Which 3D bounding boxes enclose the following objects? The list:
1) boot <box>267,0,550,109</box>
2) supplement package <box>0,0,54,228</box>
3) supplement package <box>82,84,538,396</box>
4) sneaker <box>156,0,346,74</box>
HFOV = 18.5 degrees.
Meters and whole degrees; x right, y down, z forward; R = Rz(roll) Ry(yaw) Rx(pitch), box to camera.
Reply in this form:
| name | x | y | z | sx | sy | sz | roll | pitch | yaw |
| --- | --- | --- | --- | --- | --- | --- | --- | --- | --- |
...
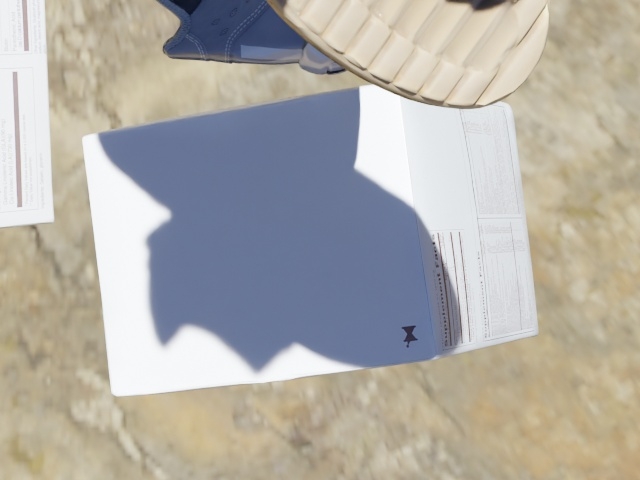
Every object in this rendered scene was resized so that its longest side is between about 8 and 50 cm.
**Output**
| name | x | y | z | sx | sy | sz | roll | pitch | yaw |
| --- | --- | --- | --- | --- | --- | --- | --- | --- | --- |
| boot | -0.033 | -0.157 | 0.689 | 0.090 | 0.207 | 0.248 | -46 | 111 | 2 |
| supplement package | -0.303 | -0.109 | 1.254 | 0.145 | 0.262 | 0.204 | -6 | 97 | -40 |
| supplement package | 0.000 | 0.000 | 1.130 | 0.194 | 0.203 | 0.149 | -8 | 88 | 21 |
| sneaker | -0.047 | -0.187 | 0.875 | 0.132 | 0.086 | 0.229 | -1 | 89 | 2 |
